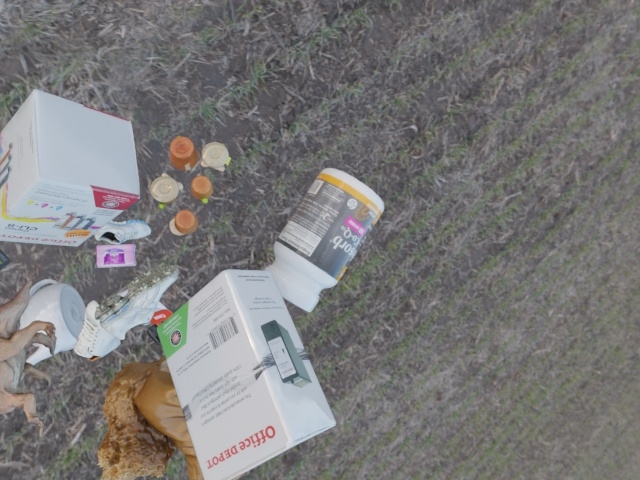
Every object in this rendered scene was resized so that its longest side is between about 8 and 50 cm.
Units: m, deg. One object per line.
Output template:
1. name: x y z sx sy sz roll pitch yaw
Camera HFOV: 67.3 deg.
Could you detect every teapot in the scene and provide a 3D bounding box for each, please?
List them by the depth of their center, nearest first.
1. teapot: -0.948 0.276 1.677 0.187 0.256 0.253 -17 101 -5

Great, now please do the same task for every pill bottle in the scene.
1. pill bottle: 0.000 0.000 1.017 0.162 0.162 0.278 36 85 -41

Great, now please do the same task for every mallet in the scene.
1. mallet: -0.455 0.257 1.509 0.062 0.039 0.189 56 39 -1

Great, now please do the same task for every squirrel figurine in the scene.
1. squirrel figurine: -0.362 0.489 1.256 0.396 0.281 0.371 -11 106 -6

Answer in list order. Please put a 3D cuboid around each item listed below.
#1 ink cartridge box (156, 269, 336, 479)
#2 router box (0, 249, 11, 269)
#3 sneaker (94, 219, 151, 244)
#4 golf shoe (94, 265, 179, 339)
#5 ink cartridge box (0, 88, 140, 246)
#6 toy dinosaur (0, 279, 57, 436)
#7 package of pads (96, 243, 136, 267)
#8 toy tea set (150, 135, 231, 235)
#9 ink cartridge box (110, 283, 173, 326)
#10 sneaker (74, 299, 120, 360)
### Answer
1. ink cartridge box: -0.135 0.225 0.811 0.211 0.289 0.121 -37 156 27
2. router box: -1.183 0.140 1.526 0.081 0.308 0.243 61 31 -25
3. sneaker: -0.613 -0.018 1.488 0.190 0.083 0.071 0 131 -44
4. golf shoe: -0.349 0.121 0.950 0.176 0.069 0.086 -37 123 -23
5. ink cartridge box: -0.350 -0.084 0.642 0.176 0.127 0.128 -27 158 34
6. toy dinosaur: -0.548 0.211 0.779 0.200 0.127 0.296 7 86 -26
7. package of pads: -0.467 0.036 1.101 0.083 0.032 0.050 -2 80 -18
8. toy tea set: -0.435 -0.182 1.573 0.200 0.124 0.336 21 76 -6
9. ink cartridge box: -0.664 0.265 1.814 0.232 0.189 0.066 53 44 -18
10. sneaker: -0.680 0.290 1.451 0.123 0.106 0.290 -42 164 -35
